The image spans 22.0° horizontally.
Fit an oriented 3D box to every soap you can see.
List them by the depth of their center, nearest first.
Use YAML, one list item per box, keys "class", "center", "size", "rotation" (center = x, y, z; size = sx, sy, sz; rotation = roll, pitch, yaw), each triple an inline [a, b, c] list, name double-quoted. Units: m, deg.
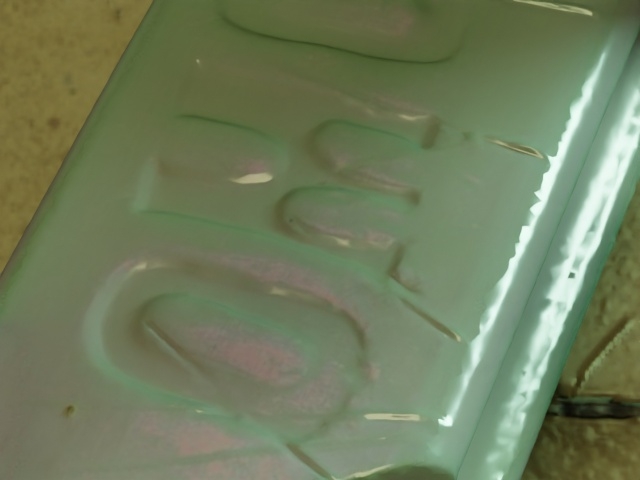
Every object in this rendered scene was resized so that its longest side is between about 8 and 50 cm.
- class: "soap"
  center: [0.000, 0.000, 0.671]
  size: [0.208, 0.115, 0.347]
  rotation: [14, 65, 25]
